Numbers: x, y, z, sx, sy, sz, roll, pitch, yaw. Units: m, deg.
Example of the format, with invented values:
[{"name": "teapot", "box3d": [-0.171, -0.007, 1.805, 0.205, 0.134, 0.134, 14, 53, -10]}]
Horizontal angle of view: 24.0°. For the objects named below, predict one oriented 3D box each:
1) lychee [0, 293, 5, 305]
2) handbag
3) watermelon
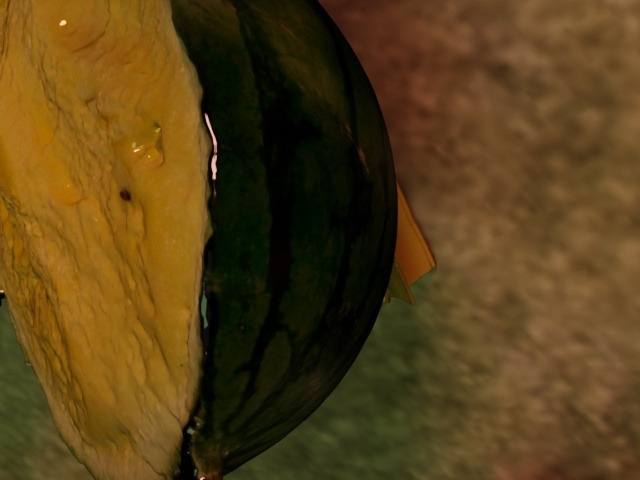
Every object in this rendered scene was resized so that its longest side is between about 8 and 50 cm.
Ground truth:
[{"name": "lychee", "box3d": [-0.225, -0.011, 0.639, 0.188, 0.188, 0.188, 15, 134, 17]}, {"name": "handbag", "box3d": [0.000, 0.000, 0.629, 0.083, 0.027, 0.061, -7, 124, 36]}, {"name": "watermelon", "box3d": [-0.042, -0.013, 0.542, 0.232, 0.127, 0.204, 57, 140, 33]}]
